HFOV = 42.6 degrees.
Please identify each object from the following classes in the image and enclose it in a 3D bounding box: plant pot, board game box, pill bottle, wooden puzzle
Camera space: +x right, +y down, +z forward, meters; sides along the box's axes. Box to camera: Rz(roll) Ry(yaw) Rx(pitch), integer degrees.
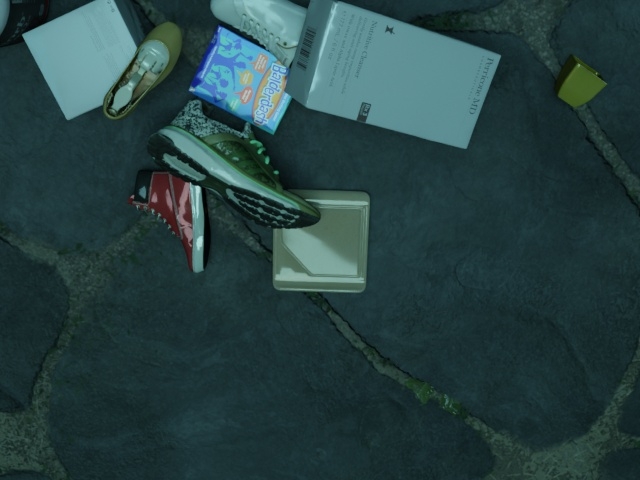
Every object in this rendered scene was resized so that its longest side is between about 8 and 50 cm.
[{"bbox_3d":[0.552,-0.337,1.770,0.081,0.081,0.083,33,115,-10],"label":"plant pot"},{"bbox_3d":[-0.159,-0.349,1.786,0.210,0.047,0.160,26,106,-8],"label":"board game box"},{"bbox_3d":[-0.681,-0.470,1.585,0.210,0.363,0.210,0,108,1],"label":"pill bottle"},{"bbox_3d":[0.000,0.000,1.904,0.221,0.044,0.239,2,103,0],"label":"wooden puzzle"}]

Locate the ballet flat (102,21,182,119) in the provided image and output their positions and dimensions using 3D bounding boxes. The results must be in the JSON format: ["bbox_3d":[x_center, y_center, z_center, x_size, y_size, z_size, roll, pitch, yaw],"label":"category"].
[{"bbox_3d":[-0.351,-0.328,1.626,0.080,0.073,0.232,35,104,-12],"label":"ballet flat"}]

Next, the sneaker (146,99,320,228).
[{"bbox_3d":[-0.159,-0.172,1.785,0.410,0.158,0.182,31,67,-16],"label":"sneaker"}]

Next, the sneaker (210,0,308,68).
[{"bbox_3d":[-0.095,-0.433,1.707,0.290,0.106,0.123,14,71,-5],"label":"sneaker"}]

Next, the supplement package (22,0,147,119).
[{"bbox_3d":[-0.468,-0.389,1.721,0.203,0.149,0.194,-22,107,7],"label":"supplement package"}]

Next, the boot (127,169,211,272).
[{"bbox_3d":[-0.345,-0.043,1.869,0.176,0.088,0.244,-4,100,2],"label":"boot"}]

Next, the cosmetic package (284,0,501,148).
[{"bbox_3d":[0.145,-0.340,1.671,0.385,0.156,0.217,9,108,-23],"label":"cosmetic package"}]
